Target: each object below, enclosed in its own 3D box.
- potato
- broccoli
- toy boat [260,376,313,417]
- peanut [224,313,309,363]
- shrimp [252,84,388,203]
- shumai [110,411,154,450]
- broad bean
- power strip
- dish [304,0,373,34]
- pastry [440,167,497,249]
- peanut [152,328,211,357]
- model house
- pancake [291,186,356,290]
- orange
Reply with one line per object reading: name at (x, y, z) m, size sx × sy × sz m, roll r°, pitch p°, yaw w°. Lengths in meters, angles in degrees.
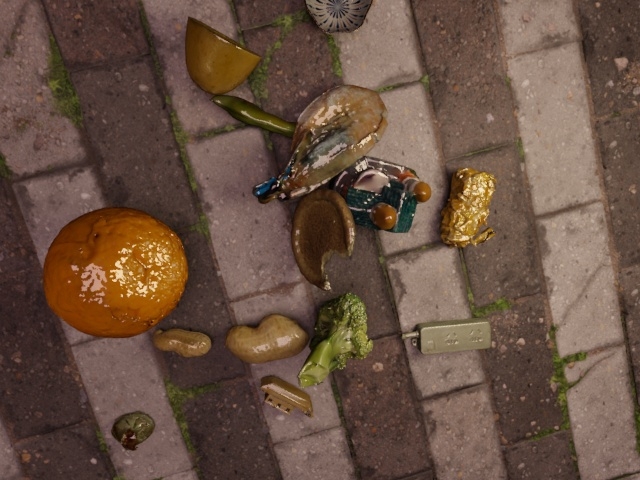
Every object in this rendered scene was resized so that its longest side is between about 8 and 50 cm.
potato at (-0.284, -0.477, 1.090) m, size 0.203 × 0.178 × 0.158 m, roll 22°, pitch 112°, yaw -31°
broccoli at (0.065, 0.275, 1.140) m, size 0.186 × 0.302 × 0.254 m, roll 26°, pitch 92°, yaw -3°
toy boat at (-0.106, 0.499, 1.275) m, size 0.200 × 0.057 × 0.077 m, roll 31°, pitch 99°, yaw -9°
peanut at (-0.162, 0.296, 1.214) m, size 0.253 × 0.122 × 0.137 m, roll -14°, pitch 74°, yaw 0°
shrimp at (-0.010, -0.261, 1.115) m, size 0.445 × 0.110 × 0.221 m, roll -41°, pitch 79°, yaw -2°
shumai at (-0.580, 0.590, 1.230) m, size 0.123 × 0.087 × 0.099 m, roll -14°, pitch 100°, yaw -2°
broad bean at (-0.156, -0.347, 1.157) m, size 0.324 × 0.067 × 0.075 m, roll 17°, pitch 67°, yaw -13°
power strip at (0.400, 0.306, 1.295) m, size 0.287 × 0.053 × 0.093 m, roll -5°, pitch 98°, yaw -5°
dish at (0.048, -0.662, 1.133) m, size 0.190 × 0.066 × 0.191 m, roll 0°, pitch 98°, yaw -3°
pastry at (0.449, -0.088, 1.222) m, size 0.154 × 0.102 × 0.250 m, roll 11°, pitch 94°, yaw -7°
peanut at (-0.416, 0.309, 1.216) m, size 0.174 × 0.080 × 0.080 m, roll 11°, pitch 96°, yaw -3°
model house at (0.169, -0.121, 1.105) m, size 0.271 × 0.301 × 0.190 m, roll 14°, pitch 103°, yaw -7°
pancake at (0.000, 0.000, 1.122) m, size 0.033 × 0.288 × 0.286 m, roll -7°, pitch 92°, yaw -36°
orange at (-0.529, 0.082, 1.053) m, size 0.293 × 0.340 × 0.341 m, roll -11°, pitch 100°, yaw 34°
